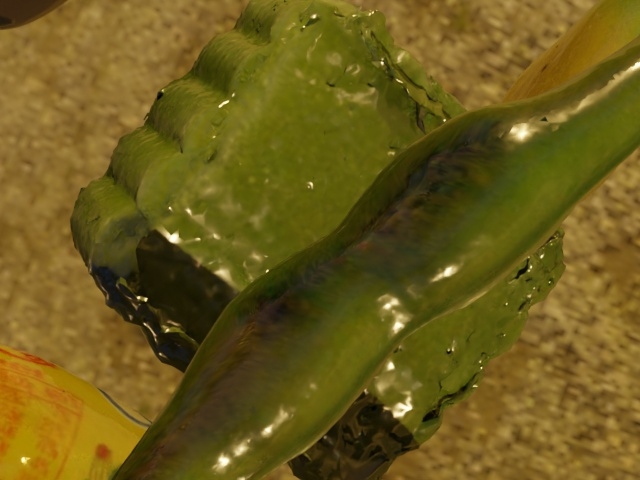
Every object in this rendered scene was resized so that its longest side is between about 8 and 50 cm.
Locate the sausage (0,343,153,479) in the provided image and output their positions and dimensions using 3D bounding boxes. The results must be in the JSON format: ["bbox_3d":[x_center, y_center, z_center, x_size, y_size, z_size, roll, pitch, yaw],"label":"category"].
[{"bbox_3d":[-0.061,0.157,0.795,0.123,0.347,0.123,-44,23,24],"label":"sausage"}]

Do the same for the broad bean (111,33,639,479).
[{"bbox_3d":[0.002,0.029,0.589,0.297,0.043,0.060,-44,55,0],"label":"broad bean"}]

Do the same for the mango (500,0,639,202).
[{"bbox_3d":[0.195,-0.101,1.393,0.237,0.091,0.137,-53,16,50],"label":"mango"}]

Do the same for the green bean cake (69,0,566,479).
[{"bbox_3d":[0.000,0.000,0.961,0.200,0.214,0.113,-50,17,-3],"label":"green bean cake"}]

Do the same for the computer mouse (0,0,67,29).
[{"bbox_3d":[-0.179,-0.199,1.075,0.236,0.145,0.082,-34,48,54],"label":"computer mouse"}]
